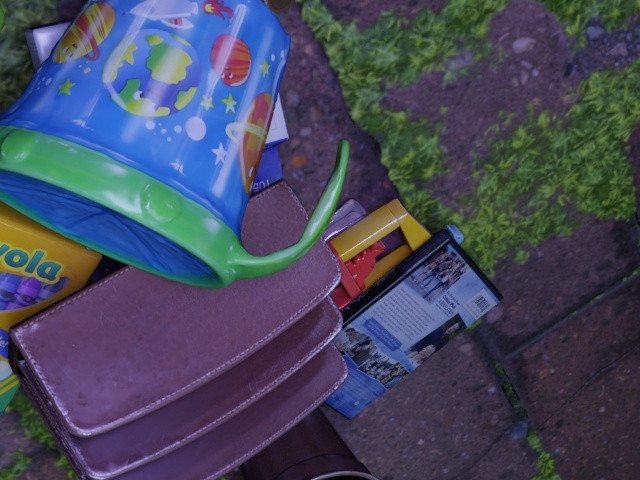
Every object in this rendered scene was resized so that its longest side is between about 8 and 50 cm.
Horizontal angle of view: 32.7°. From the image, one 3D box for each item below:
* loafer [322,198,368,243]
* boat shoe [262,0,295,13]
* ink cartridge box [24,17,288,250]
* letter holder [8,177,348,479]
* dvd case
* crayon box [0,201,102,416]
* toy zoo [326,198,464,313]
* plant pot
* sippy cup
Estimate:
[{"bbox_3d":[0.000,0.000,1.249,0.125,0.039,0.045,-34,160,3],"label":"loafer"},{"bbox_3d":[-0.046,-0.286,1.039,0.050,0.045,0.135,-17,122,-32],"label":"boat shoe"},{"bbox_3d":[-0.145,-0.119,1.052,0.223,0.045,0.224,-19,110,-19],"label":"ink cartridge box"},{"bbox_3d":[-0.117,0.117,1.067,0.302,0.214,0.152,-30,173,-23],"label":"letter holder"},{"bbox_3d":[0.088,0.106,1.312,0.253,0.022,0.180,-39,141,7],"label":"dvd case"},{"bbox_3d":[-0.364,0.048,1.089,0.203,0.083,0.323,24,108,-33],"label":"crayon box"},{"bbox_3d":[0.038,0.066,1.278,0.293,0.030,0.192,-34,141,0],"label":"toy zoo"},{"bbox_3d":[-0.021,0.295,1.339,0.167,0.165,0.167,-11,123,-18],"label":"plant pot"},{"bbox_3d":[-0.139,-0.107,0.913,0.305,0.240,0.224,31,74,-32],"label":"sippy cup"}]
